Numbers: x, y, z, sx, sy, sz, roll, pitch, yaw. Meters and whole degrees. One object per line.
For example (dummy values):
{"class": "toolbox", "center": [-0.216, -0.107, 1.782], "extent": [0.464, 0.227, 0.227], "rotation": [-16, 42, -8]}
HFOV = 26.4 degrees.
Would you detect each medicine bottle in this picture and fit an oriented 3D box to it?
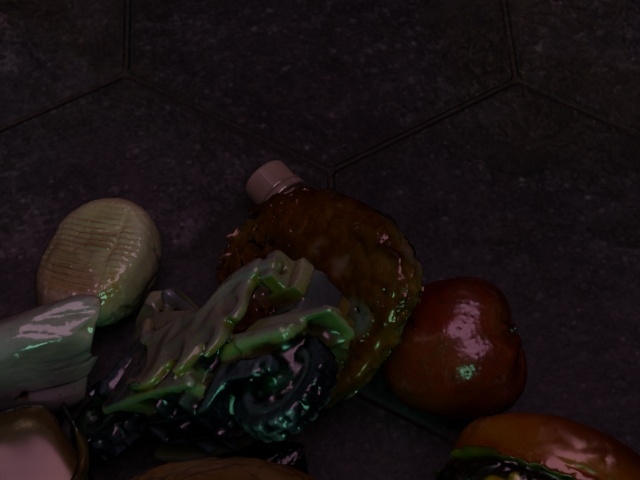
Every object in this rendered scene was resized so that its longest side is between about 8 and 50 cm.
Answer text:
{"class": "medicine bottle", "center": [0.000, 0.000, 1.799], "extent": [0.114, 0.114, 0.252], "rotation": [-33, 68, -22]}

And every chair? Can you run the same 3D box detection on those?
{"class": "chair", "center": [-0.335, 0.273, 1.528], "extent": [0.159, 0.247, 0.172], "rotation": [-31, 66, -22]}

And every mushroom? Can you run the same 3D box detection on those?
{"class": "mushroom", "center": [-0.427, 0.141, 1.646], "extent": [0.329, 0.159, 0.122], "rotation": [-2, 16, -11]}

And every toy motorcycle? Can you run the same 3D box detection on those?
{"class": "toy motorcycle", "center": [-0.123, 0.146, 1.586], "extent": [0.169, 0.410, 0.237], "rotation": [46, 50, -30]}

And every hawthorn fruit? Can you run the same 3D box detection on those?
{"class": "hawthorn fruit", "center": [0.150, 0.138, 1.701], "extent": [0.202, 0.185, 0.185], "rotation": [-10, 60, 5]}

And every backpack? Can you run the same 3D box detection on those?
{"class": "backpack", "center": [-0.091, 0.298, 1.620], "extent": [0.165, 0.106, 0.120], "rotation": [-4, 81, 11]}

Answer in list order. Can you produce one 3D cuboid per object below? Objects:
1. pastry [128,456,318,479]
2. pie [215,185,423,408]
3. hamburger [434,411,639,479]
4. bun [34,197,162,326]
{"class": "pastry", "center": [-0.102, 0.427, 1.439], "extent": [0.410, 0.245, 0.409], "rotation": [-4, 75, 16]}
{"class": "pie", "center": [-0.009, 0.075, 1.689], "extent": [0.085, 0.308, 0.308], "rotation": [2, 47, -55]}
{"class": "hamburger", "center": [0.242, 0.339, 1.531], "extent": [0.291, 0.291, 0.225], "rotation": [22, 62, 8]}
{"class": "bun", "center": [-0.284, 0.038, 1.759], "extent": [0.164, 0.111, 0.188], "rotation": [7, 59, 19]}
